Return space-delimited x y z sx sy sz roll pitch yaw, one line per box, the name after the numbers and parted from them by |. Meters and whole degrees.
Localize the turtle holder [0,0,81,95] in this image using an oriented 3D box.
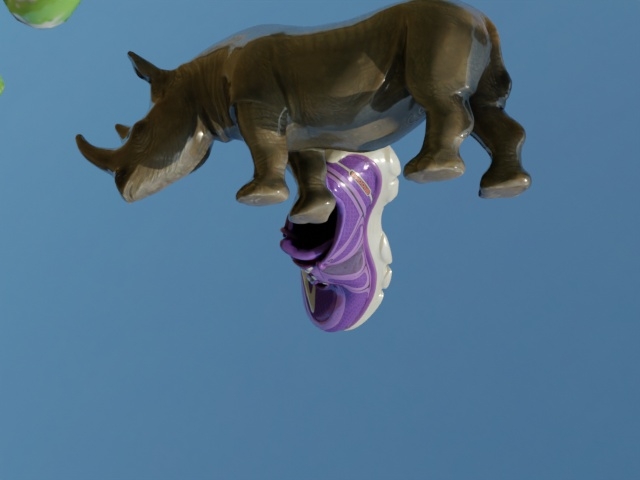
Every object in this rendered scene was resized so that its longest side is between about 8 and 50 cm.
-0.133 -0.180 0.385 0.243 0.227 0.320 -59 -164 -5 | turtle holder

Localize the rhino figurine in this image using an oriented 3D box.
-0.016 -0.066 0.737 0.243 0.073 0.106 -6 -107 17 | rhino figurine

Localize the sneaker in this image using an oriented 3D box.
0.000 0.000 0.873 0.068 0.170 0.071 34 -124 25 | sneaker
